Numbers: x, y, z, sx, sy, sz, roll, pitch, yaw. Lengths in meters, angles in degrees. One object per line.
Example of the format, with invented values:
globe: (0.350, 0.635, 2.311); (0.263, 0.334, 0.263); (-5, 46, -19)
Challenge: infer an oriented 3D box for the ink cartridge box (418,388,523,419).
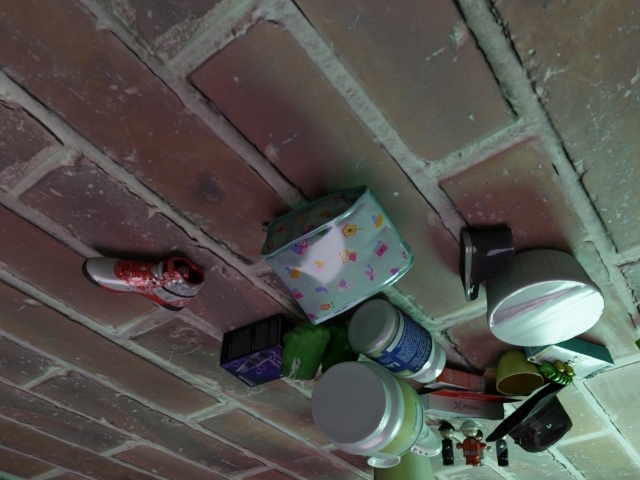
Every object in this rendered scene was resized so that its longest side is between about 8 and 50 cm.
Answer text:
ink cartridge box: (0.471, 0.538, 1.705); (0.275, 0.060, 0.239); (10, 158, -11)

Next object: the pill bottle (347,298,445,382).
pill bottle: (0.212, 0.278, 1.423); (0.153, 0.153, 0.265); (-34, 126, 30)

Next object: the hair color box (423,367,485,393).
hair color box: (0.420, 0.443, 1.649); (0.167, 0.053, 0.093); (18, 151, -17)

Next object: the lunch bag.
lunch bag: (0.042, 0.019, 1.122); (0.262, 0.160, 0.223); (-28, 116, 15)

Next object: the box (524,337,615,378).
box: (0.730, 0.335, 1.547); (0.245, 0.060, 0.100); (19, 134, -19)

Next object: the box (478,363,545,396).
box: (0.605, 0.452, 1.697); (0.201, 0.021, 0.164); (4, 136, -4)

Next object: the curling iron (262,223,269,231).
curling iron: (0.000, 0.000, 1.219); (0.274, 0.035, 0.068); (11, 135, -12)

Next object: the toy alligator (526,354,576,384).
toy alligator: (0.669, 0.380, 1.513); (0.190, 0.051, 0.056); (22, 132, -21)

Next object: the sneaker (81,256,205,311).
sneaker: (-0.411, 0.074, 1.260); (0.270, 0.090, 0.145); (28, 129, -30)

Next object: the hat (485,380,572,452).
hat: (0.675, 0.563, 1.619); (0.331, 0.134, 0.331); (-32, 157, -16)

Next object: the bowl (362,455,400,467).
bowl: (0.216, 0.705, 1.863); (0.290, 0.156, 0.289); (0, 136, 0)

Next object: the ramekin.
ramekin: (0.536, 0.135, 1.294); (0.273, 0.127, 0.272); (0, 137, 0)

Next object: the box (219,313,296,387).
box: (-0.157, 0.316, 1.494); (0.207, 0.108, 0.153); (-24, 132, 22)

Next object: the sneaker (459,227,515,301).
sneaker: (0.397, 0.064, 1.252); (0.118, 0.083, 0.222); (-7, 134, 7)

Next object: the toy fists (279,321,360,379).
toy fists: (0.006, 0.293, 1.428); (0.279, 0.096, 0.142); (14, 98, -42)

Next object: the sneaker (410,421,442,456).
sneaker: (0.280, 0.585, 1.714); (0.292, 0.110, 0.118); (36, 116, 7)

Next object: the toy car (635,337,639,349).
toy car: (1.014, 0.301, 1.469); (0.189, 0.148, 0.155); (22, 122, -36)

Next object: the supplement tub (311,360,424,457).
supplement tub: (0.127, 0.443, 1.376); (0.229, 0.228, 0.316); (-18, 150, 17)

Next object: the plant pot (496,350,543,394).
plant pot: (0.586, 0.389, 1.578); (0.134, 0.095, 0.134); (0, 135, 0)

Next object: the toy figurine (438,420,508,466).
toy figurine: (0.545, 0.722, 1.868); (0.210, 0.148, 0.213); (11, 154, -19)

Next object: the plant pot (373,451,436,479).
plant pot: (0.329, 0.983, 2.042); (0.334, 0.305, 0.333); (0, 136, 0)

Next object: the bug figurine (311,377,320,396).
bug figurine: (0.112, 0.521, 1.674); (0.216, 0.072, 0.279); (-32, 92, 11)
